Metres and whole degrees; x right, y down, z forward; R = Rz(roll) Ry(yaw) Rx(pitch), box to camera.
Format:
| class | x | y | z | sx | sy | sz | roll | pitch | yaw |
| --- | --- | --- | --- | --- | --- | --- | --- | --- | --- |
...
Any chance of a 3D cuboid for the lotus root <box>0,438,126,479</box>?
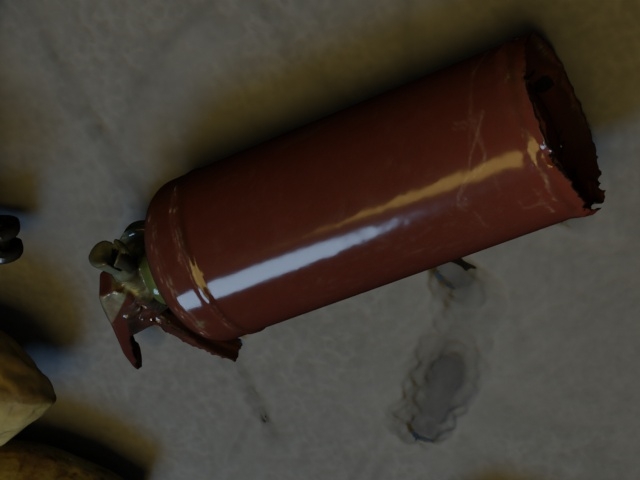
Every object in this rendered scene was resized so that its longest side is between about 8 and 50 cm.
| class | x | y | z | sx | sy | sz | roll | pitch | yaw |
| --- | --- | --- | --- | --- | --- | --- | --- | --- | --- |
| lotus root | -0.250 | 0.181 | 1.059 | 0.258 | 0.097 | 0.110 | 3 | 151 | 1 |

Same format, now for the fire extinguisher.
| class | x | y | z | sx | sy | sz | roll | pitch | yaw |
| --- | --- | --- | --- | --- | --- | --- | --- | --- | --- |
| fire extinguisher | 0.000 | 0.000 | 0.899 | 0.337 | 0.106 | 0.147 | -21 | 136 | 24 |

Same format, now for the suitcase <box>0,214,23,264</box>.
| class | x | y | z | sx | sy | sz | roll | pitch | yaw |
| --- | --- | --- | --- | --- | --- | --- | --- | --- | --- |
| suitcase | -0.316 | -0.051 | 0.916 | 0.235 | 0.143 | 0.194 | 3 | 119 | 13 |

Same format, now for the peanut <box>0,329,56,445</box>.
| class | x | y | z | sx | sy | sz | roll | pitch | yaw |
| --- | --- | --- | --- | --- | --- | --- | --- | --- | --- |
| peanut | -0.302 | 0.082 | 1.006 | 0.263 | 0.117 | 0.101 | 13 | 104 | 5 |
